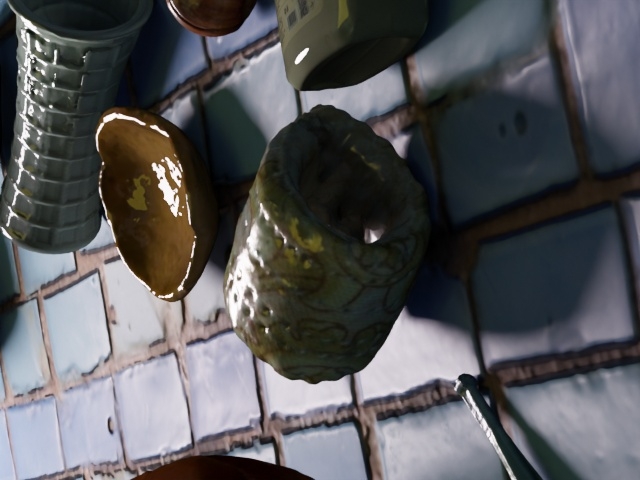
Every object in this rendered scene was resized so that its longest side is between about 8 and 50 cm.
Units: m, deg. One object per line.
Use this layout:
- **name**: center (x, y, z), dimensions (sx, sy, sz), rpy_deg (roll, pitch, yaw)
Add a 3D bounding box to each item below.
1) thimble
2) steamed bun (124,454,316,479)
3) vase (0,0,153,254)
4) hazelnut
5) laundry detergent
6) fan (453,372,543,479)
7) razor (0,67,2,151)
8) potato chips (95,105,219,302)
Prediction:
- **thimble**: center (0.000, 0.000, 1.494), dimensions (0.190, 0.137, 0.143), rpy_deg (-109, 28, -43)
- **steamed bun**: center (-0.124, 0.351, 1.625), dimensions (0.379, 0.248, 0.235), rpy_deg (-26, 41, 27)
- **vase**: center (-0.259, -0.127, 1.956), dimensions (0.143, 0.143, 0.299), rpy_deg (58, 146, 39)
- **hazelnut**: center (-0.093, -0.220, 1.678), dimensions (0.086, 0.086, 0.086), rpy_deg (22, 115, 59)
- **laundry detergent**: center (0.001, -0.253, 1.482), dimensions (0.181, 0.091, 0.253), rpy_deg (143, 116, -65)
- **fan**: center (0.140, 0.160, 1.378), dimensions (0.016, 0.038, 0.193), rpy_deg (-63, 39, 28)
- **razor**: center (-0.413, -0.119, 2.168), dimensions (0.349, 0.113, 0.204), rpy_deg (-116, 30, -73)
- **potato chips**: center (-0.144, -0.041, 1.833), dimensions (0.208, 0.062, 0.195), rpy_deg (-31, 75, 59)
